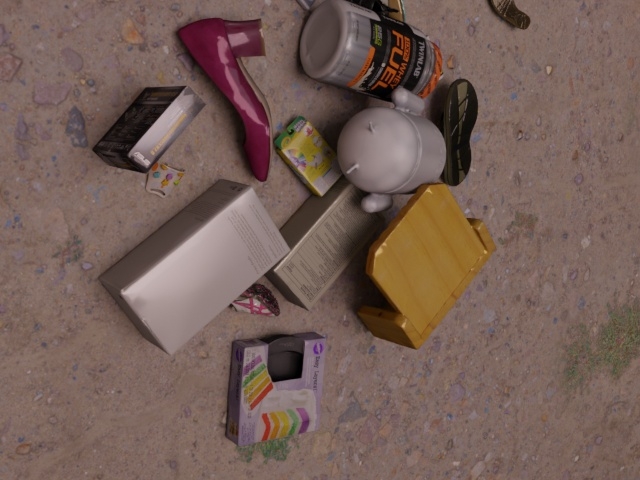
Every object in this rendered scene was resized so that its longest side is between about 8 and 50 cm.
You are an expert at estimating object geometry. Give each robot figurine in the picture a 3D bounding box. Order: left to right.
[{"bbox_3d":[0.170,-0.211,1.910,0.353,0.200,0.299,-5,110,-60],"label":"robot figurine"}]

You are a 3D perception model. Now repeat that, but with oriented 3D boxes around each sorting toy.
[{"bbox_3d":[-0.343,-0.131,1.758,0.083,0.045,0.075,22,107,-36],"label":"sorting toy"}]

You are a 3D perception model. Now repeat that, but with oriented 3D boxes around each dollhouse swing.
[{"bbox_3d":[0.214,0.041,2.044,0.305,0.315,0.347,46,74,-21],"label":"dollhouse swing"}]

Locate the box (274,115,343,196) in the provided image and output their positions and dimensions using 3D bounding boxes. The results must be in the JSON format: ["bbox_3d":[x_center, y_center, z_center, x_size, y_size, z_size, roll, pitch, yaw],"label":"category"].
[{"bbox_3d":[-0.028,-0.204,1.940,0.105,0.043,0.179,-48,114,-16],"label":"box"}]

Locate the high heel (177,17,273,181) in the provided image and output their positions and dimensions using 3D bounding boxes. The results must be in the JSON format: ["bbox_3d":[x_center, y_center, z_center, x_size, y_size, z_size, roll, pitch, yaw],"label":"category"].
[{"bbox_3d":[-0.203,-0.306,1.796,0.181,0.127,0.377,-6,111,-4],"label":"high heel"}]

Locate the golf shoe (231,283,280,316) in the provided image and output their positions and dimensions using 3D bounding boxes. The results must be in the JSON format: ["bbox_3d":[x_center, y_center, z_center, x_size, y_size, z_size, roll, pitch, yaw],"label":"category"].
[{"bbox_3d":[-0.171,0.142,1.929,0.086,0.067,0.186,-33,137,19],"label":"golf shoe"}]

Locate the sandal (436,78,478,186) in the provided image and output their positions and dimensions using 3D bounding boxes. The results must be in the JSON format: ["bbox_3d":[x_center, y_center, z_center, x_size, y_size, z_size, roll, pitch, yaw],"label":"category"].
[{"bbox_3d":[0.353,-0.290,2.180,0.120,0.086,0.302,-23,128,-35],"label":"sandal"}]

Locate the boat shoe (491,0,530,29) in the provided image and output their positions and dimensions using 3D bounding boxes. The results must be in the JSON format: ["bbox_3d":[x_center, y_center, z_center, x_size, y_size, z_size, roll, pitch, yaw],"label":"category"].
[{"bbox_3d":[0.520,-0.641,2.239,0.153,0.048,0.056,27,97,-29],"label":"boat shoe"}]

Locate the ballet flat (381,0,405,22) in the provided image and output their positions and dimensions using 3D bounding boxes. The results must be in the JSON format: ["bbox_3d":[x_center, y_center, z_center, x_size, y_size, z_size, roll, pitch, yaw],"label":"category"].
[{"bbox_3d":[0.162,-0.626,1.982,0.073,0.080,0.232,-9,105,-4],"label":"ballet flat"}]

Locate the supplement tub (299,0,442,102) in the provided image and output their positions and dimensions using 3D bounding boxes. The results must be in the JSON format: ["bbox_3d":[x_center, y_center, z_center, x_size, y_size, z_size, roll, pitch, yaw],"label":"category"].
[{"bbox_3d":[0.126,-0.440,1.913,0.316,0.194,0.193,7,96,-36],"label":"supplement tub"}]

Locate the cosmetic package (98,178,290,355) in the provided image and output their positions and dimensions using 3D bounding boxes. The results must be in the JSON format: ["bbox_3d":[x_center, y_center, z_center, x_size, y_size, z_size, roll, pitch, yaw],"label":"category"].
[{"bbox_3d":[-0.272,0.051,1.772,0.365,0.155,0.197,-40,120,-20],"label":"cosmetic package"}]

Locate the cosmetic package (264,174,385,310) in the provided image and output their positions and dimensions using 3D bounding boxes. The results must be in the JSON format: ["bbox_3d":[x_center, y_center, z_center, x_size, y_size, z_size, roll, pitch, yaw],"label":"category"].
[{"bbox_3d":[0.000,0.000,1.976,0.309,0.113,0.160,-48,122,-16],"label":"cosmetic package"}]

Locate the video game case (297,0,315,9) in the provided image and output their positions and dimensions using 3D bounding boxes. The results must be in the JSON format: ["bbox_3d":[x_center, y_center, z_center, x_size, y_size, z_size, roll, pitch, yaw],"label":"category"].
[{"bbox_3d":[-0.040,-0.661,1.852,0.190,0.022,0.173,44,75,-34],"label":"video game case"}]

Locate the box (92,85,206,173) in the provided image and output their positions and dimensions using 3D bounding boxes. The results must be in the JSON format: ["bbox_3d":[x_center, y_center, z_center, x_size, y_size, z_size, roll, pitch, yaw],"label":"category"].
[{"bbox_3d":[-0.347,-0.225,1.609,0.056,0.231,0.183,46,73,-30],"label":"box"}]

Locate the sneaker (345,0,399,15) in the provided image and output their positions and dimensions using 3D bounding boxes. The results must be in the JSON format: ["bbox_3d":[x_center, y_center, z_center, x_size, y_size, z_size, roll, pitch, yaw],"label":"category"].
[{"bbox_3d":[0.101,-0.572,1.928,0.170,0.089,0.051,22,88,-36],"label":"sneaker"}]

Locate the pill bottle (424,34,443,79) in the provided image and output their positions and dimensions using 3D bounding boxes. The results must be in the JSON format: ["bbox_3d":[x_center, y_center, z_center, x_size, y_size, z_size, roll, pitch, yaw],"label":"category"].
[{"bbox_3d":[0.274,-0.470,2.087,0.065,0.065,0.116,-34,119,-24],"label":"pill bottle"}]

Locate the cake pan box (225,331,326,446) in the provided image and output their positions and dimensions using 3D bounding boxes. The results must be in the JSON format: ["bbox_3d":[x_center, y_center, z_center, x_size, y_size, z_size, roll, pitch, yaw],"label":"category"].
[{"bbox_3d":[-0.108,0.362,2.013,0.246,0.070,0.266,-1,101,-37],"label":"cake pan box"}]
